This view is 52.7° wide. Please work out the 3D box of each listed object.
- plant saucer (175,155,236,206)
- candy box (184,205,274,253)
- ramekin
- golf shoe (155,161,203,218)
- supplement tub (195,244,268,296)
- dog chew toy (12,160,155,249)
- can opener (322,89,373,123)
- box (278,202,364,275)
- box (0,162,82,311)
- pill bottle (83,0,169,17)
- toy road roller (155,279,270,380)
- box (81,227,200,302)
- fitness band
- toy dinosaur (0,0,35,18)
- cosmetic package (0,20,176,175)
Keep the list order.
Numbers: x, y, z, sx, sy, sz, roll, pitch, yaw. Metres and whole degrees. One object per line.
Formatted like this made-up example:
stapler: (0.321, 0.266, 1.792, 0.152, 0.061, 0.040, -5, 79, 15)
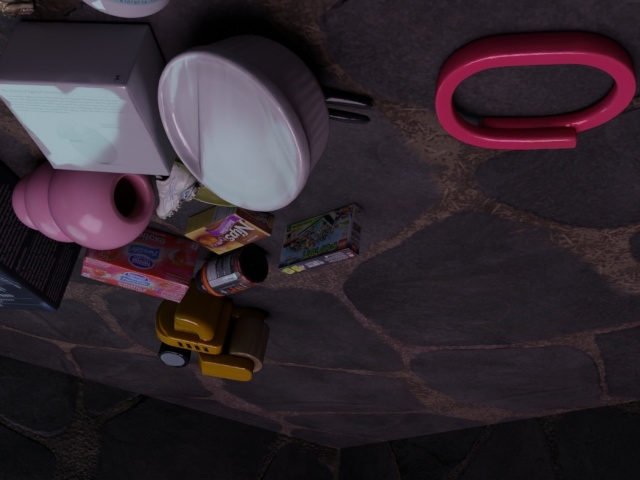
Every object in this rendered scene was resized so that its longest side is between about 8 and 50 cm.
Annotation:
plant saucer: (-0.208, -0.147, 1.284, 0.240, 0.037, 0.241, 7, 152, 4)
candy box: (-0.209, -0.032, 1.476, 0.186, 0.053, 0.109, -17, 142, 40)
ramekin: (-0.109, -0.189, 1.000, 0.272, 0.127, 0.273, 23, 138, 22)
golf shoe: (-0.299, -0.106, 1.300, 0.086, 0.069, 0.176, 42, 138, -15)
supplement tub: (-0.230, 0.082, 1.633, 0.197, 0.106, 0.106, -19, 141, 41)
dog chew toy: (-0.501, -0.084, 1.324, 0.331, 0.207, 0.206, 0, 151, 32)
can opener: (-0.005, -0.228, 1.077, 0.186, 0.073, 0.059, 4, 112, 3)
box: (0.000, 0.000, 1.412, 0.207, 0.114, 0.036, -18, 141, 39)
box: (-0.813, -0.010, 1.518, 0.293, 0.212, 0.395, 0, 149, 16)
pill bottle: (-0.213, -0.392, 0.729, 0.146, 0.146, 0.264, 18, 150, -16)
toy road roller: (-0.312, 0.249, 1.868, 0.329, 0.203, 0.241, 12, 140, -3)
box: (-0.444, 0.047, 1.604, 0.256, 0.128, 0.122, 18, 150, -16)
fitness band: (0.322, -0.225, 0.988, 0.290, 0.054, 0.209, 0, 148, 13)
toy dinosaur: (-0.507, -0.403, 0.885, 0.118, 0.064, 0.268, -9, 144, 41)
cosmetic package: (-0.370, -0.232, 1.071, 0.224, 0.138, 0.225, 4, 152, 8)
